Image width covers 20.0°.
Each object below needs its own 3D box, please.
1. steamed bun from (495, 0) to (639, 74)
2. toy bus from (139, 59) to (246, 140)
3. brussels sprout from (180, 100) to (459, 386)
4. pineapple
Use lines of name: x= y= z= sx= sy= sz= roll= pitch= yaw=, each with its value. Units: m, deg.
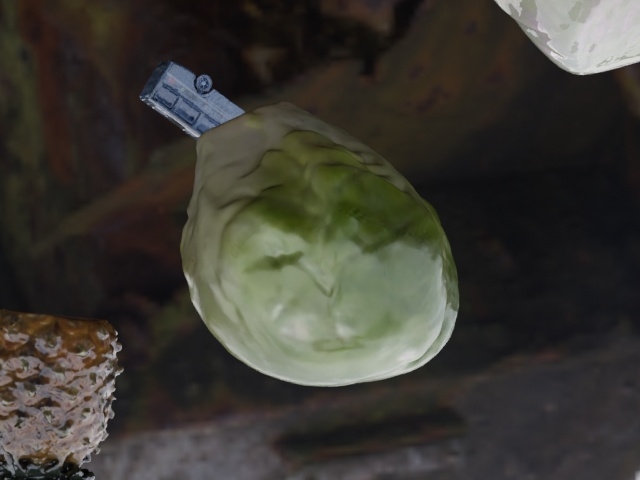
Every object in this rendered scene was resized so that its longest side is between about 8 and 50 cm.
steamed bun: x=0.168 y=-0.196 z=0.822 sx=0.238 sy=0.170 sz=0.152 roll=-32 pitch=160 yaw=4
toy bus: x=-0.119 y=-0.134 z=2.002 sx=0.166 sy=0.065 sz=0.047 roll=36 pitch=168 yaw=-20
brussels sprout: x=0.000 y=0.010 z=1.763 sx=0.242 sy=0.316 sz=0.274 roll=-38 pitch=-168 yaw=30
pineapple: x=-0.279 y=0.208 z=1.800 sx=0.157 sy=0.279 sz=0.158 roll=4 pitch=179 yaw=0
